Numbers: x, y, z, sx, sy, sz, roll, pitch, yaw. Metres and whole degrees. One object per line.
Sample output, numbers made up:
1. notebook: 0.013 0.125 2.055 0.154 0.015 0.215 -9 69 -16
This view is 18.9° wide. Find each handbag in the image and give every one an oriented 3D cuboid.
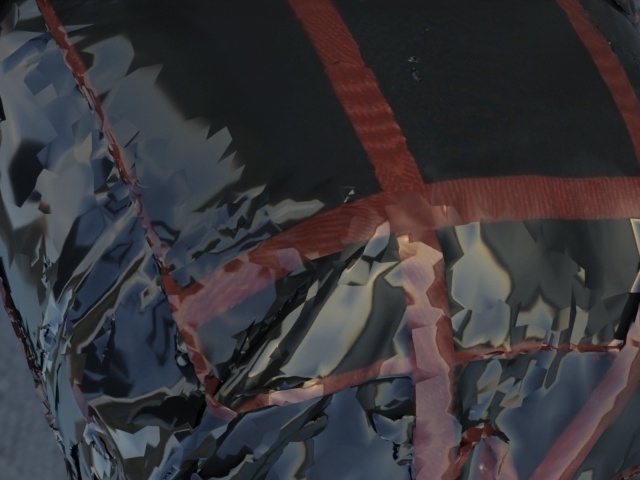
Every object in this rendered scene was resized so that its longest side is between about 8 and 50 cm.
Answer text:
1. handbag: 0.017 0.007 0.543 0.169 0.215 0.155 64 145 37
